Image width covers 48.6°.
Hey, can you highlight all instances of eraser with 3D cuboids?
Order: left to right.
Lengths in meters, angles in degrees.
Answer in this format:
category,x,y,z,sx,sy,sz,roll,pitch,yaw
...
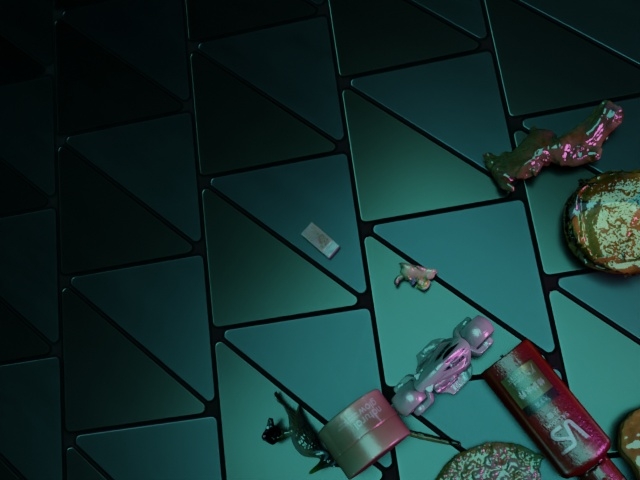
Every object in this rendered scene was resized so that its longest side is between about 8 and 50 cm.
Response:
category,x,y,z,sx,sy,sz,roll,pitch,yaw
eraser,0.000,0.000,1.536,0.083,0.019,0.038,40,85,17

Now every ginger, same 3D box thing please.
category,x,y,z,sx,sy,sz,roll,pitch,yaw
ginger,0.489,-0.195,1.473,0.290,0.084,0.122,-24,51,8

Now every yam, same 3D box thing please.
category,x,y,z,sx,sy,sz,roll,pitch,yaw
yam,0.223,0.390,1.395,0.107,0.014,0.014,10,78,13

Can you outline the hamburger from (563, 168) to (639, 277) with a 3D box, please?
category,x,y,z,sx,sy,sz,roll,pitch,yaw
hamburger,0.593,-0.033,1.390,0.230,0.107,0.231,-2,79,13

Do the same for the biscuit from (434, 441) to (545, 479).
category,x,y,z,sx,sy,sz,roll,pitch,yaw
biscuit,0.291,0.475,1.347,0.289,0.038,0.141,-39,71,-3

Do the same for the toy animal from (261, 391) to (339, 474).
category,x,y,z,sx,sy,sz,roll,pitch,yaw
toy animal,-0.037,0.395,1.418,0.202,0.070,0.105,31,64,20

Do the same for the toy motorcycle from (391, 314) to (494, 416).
category,x,y,z,sx,sy,sz,roll,pitch,yaw
toy motorcycle,0.239,0.243,1.381,0.254,0.112,0.112,-44,72,-4

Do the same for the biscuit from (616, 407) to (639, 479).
category,x,y,z,sx,sy,sz,roll,pitch,yaw
biscuit,0.747,0.410,1.236,0.384,0.062,0.365,-18,63,2

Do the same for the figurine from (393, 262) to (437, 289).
category,x,y,z,sx,sy,sz,roll,pitch,yaw
figurine,0.197,0.076,1.471,0.083,0.047,0.051,12,93,6

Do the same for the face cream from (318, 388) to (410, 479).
category,x,y,z,sx,sy,sz,roll,pitch,yaw
face cream,0.083,0.369,1.356,0.149,0.149,0.104,-38,72,-1

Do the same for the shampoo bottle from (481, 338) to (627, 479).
category,x,y,z,sx,sy,sz,roll,pitch,yaw
shampoo bottle,0.442,0.341,1.334,0.118,0.076,0.314,-35,72,-5
